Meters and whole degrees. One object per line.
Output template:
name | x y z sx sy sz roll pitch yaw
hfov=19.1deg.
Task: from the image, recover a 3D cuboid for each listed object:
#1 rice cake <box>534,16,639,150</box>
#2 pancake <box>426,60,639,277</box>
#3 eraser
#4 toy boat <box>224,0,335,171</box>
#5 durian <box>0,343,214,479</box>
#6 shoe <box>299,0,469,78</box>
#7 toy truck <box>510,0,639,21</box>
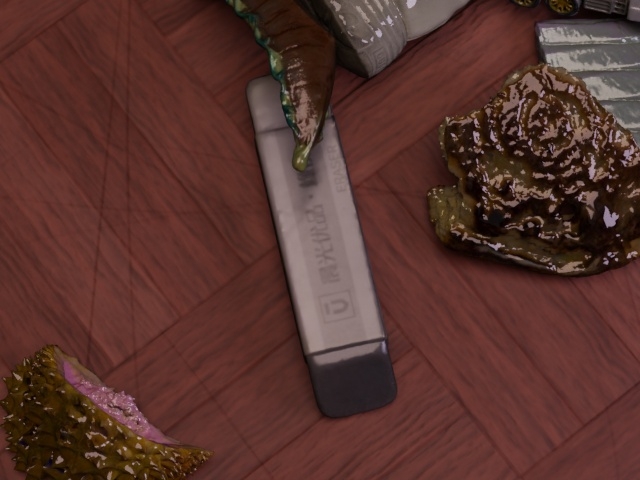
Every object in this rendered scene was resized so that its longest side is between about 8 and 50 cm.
rice cake | 0.330 -0.154 1.959 0.198 0.037 0.189 -11 76 -3
pancake | 0.225 -0.044 1.905 0.212 0.056 0.257 -44 95 6
eraser | 0.000 0.000 1.905 0.089 0.061 0.352 -13 75 -4
toy boat | -0.042 -0.194 1.884 0.099 0.108 0.293 -41 50 14
durian | -0.221 0.187 1.844 0.182 0.165 0.132 55 39 -10
shoe | 0.040 -0.349 1.969 0.210 0.132 0.342 -28 79 -13
toy truck | 0.281 -0.290 1.933 0.227 0.114 0.098 15 56 12
